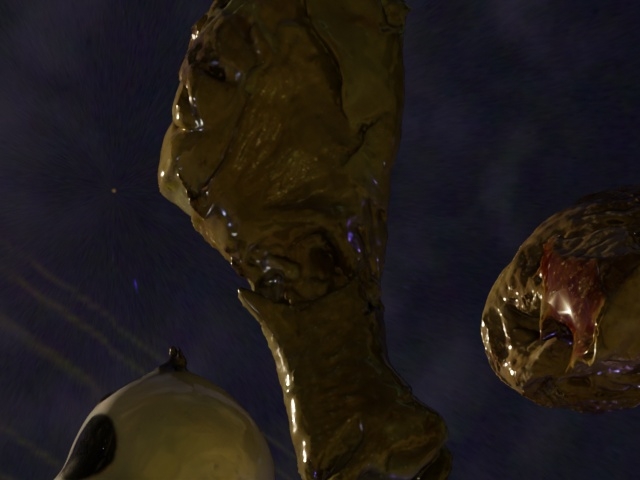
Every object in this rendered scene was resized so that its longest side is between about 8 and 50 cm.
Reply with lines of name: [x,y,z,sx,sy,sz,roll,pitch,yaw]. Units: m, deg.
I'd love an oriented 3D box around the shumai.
shumai: [0.161,0.022,0.978,0.139,0.105,0.123,-26,-118,-17]

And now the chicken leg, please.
chicken leg: [0.000,0.000,1.206,0.201,0.152,0.429,-12,-115,-2]

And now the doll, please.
doll: [-0.105,0.151,0.946,0.107,0.110,0.180,55,-128,-25]
